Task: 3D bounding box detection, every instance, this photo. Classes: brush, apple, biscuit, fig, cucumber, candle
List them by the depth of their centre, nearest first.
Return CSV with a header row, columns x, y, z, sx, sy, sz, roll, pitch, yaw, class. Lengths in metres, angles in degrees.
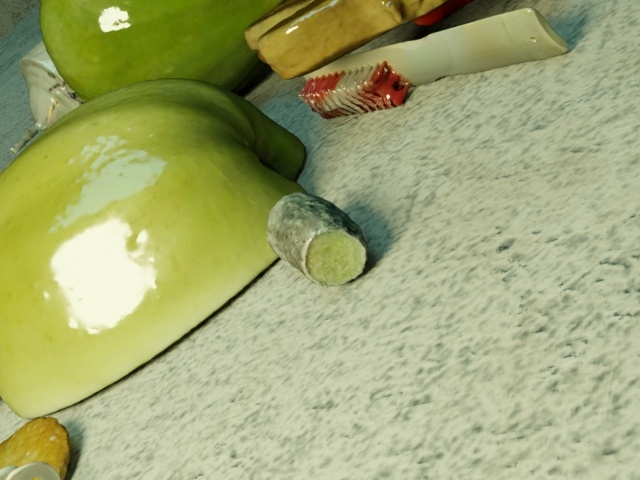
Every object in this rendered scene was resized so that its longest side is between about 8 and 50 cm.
x,y,z,sx,sy,sz,roll,pitch,yaw,class
-0.001,-0.001,0.875,0.064,0.064,0.112,-41,27,-6,cucumber
-0.307,0.241,0.916,0.247,0.029,0.118,-36,31,5,biscuit
0.089,-0.159,1.024,0.321,0.060,0.050,-4,54,52,brush
-0.178,-0.008,1.098,0.360,0.312,0.320,-32,70,18,apple
0.081,-0.270,1.142,0.368,0.076,0.394,-34,15,-9,biscuit
-0.180,-0.296,1.369,0.316,0.316,0.316,-31,25,17,fig
-0.350,-0.236,1.619,0.330,0.187,0.187,-49,26,-20,candle

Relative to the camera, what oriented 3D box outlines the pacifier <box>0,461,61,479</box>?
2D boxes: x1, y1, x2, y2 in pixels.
x,y,z,sx,sy,sz,roll,pitch,yaw,class
-0.222,0.213,0.805,0.078,0.081,0.099,22,60,31,pacifier
